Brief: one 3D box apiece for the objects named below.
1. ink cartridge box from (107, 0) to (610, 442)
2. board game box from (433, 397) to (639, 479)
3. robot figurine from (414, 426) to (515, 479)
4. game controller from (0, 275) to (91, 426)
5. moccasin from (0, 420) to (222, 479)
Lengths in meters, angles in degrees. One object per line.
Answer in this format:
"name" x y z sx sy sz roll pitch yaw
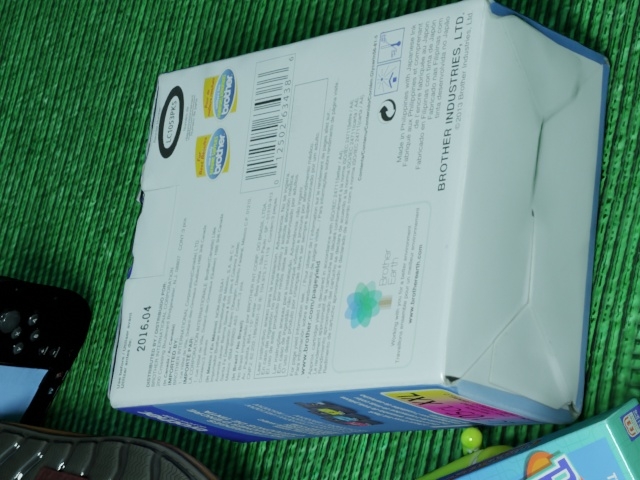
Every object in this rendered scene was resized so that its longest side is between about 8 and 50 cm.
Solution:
"ink cartridge box" 0.000 0.000 1.413 0.395 0.151 0.270 -7 68 43
"board game box" 0.137 0.208 1.211 0.210 0.047 0.160 -28 87 36
"robot figurine" 0.102 0.176 1.298 0.115 0.067 0.101 -29 56 35
"game controller" -0.307 0.173 1.649 0.067 0.166 0.319 36 101 37
"moccasin" -0.149 0.231 1.496 0.380 0.147 0.139 -1 59 49
